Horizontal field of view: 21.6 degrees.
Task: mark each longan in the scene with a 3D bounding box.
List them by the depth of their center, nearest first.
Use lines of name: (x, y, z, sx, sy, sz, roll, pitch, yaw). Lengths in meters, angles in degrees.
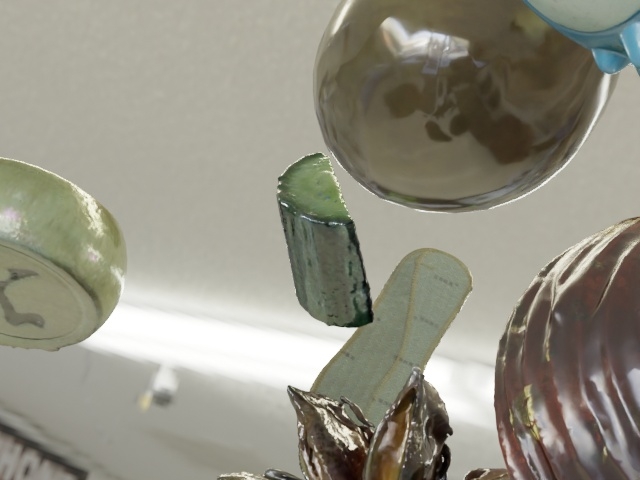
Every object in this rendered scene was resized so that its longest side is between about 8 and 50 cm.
longan: (0.181, -0.209, 2.045, 0.336, 0.404, 0.404, 59, -21, 4)

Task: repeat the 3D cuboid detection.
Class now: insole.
insole: (0.069, 0.129, 1.733, 0.119, 0.348, 0.009, 24, -40, 10)

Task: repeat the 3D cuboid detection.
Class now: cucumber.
cucumber: (0.000, 0.000, 1.419, 0.062, 0.116, 0.115, -13, -54, -6)

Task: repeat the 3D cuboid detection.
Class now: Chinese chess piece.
Chinese chess piece: (-0.300, 0.018, 1.632, 0.237, 0.092, 0.238, 10, -33, 6)

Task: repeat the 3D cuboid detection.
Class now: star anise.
star anise: (0.057, 0.265, 1.422, 0.331, 0.332, 0.117, 7, 7, 31)

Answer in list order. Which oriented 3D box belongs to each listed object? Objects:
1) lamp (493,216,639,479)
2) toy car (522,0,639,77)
lamp: (0.199, 0.096, 0.853, 0.247, 0.247, 0.247, 17, -19, 6)
toy car: (0.243, -0.199, 1.180, 0.255, 0.190, 0.188, 12, -27, -36)
